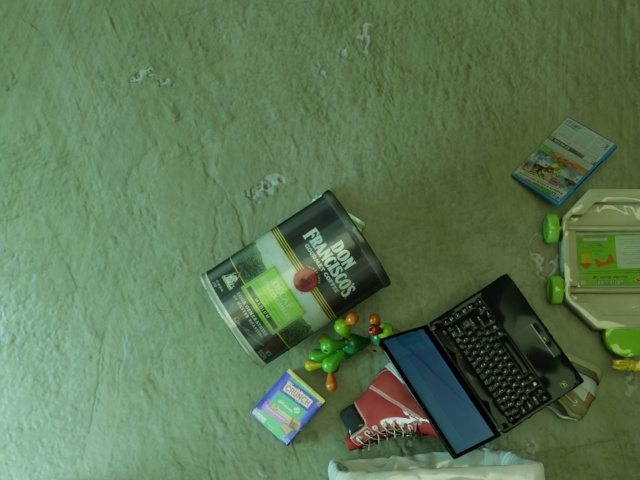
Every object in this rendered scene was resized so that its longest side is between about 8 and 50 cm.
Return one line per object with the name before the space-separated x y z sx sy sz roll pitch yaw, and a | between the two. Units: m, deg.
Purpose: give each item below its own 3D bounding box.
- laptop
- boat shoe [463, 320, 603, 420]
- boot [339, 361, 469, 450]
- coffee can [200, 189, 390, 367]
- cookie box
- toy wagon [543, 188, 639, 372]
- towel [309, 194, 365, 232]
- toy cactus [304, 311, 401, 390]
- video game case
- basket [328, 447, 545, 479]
laptop | 0.272 0.204 1.731 0.264 0.136 0.234 -32 72 -1
boat shoe | 0.354 0.229 1.849 0.302 0.113 0.103 21 73 3
boot | 0.143 0.334 1.792 0.176 0.088 0.244 -43 41 -8
coffee can | -0.044 0.069 1.819 0.275 0.201 0.201 -34 80 -1
cookie box | -0.058 0.302 1.863 0.092 0.040 0.107 40 79 8
toy wagon | 0.555 0.074 1.910 0.267 0.068 0.344 0 78 -1
towel | 0.000 0.000 1.938 0.113 0.023 0.152 33 79 7
toy cactus | 0.080 0.190 1.835 0.181 0.219 0.112 -2 63 -41
video game case | 0.464 -0.151 1.957 0.166 0.015 0.119 -44 55 -9
basket | 0.187 0.488 1.688 0.332 0.328 0.266 -4 82 -2
